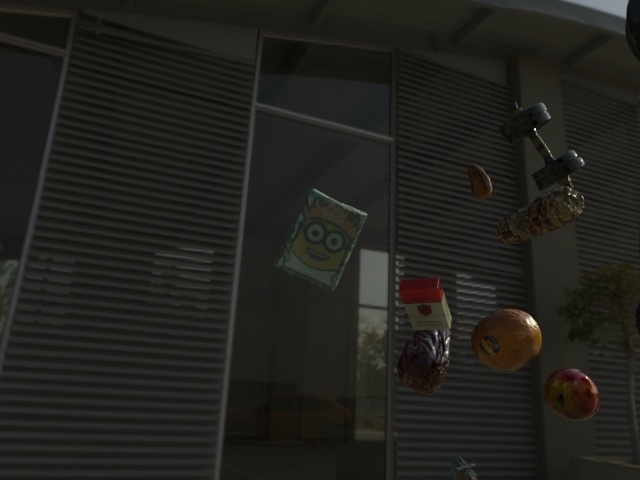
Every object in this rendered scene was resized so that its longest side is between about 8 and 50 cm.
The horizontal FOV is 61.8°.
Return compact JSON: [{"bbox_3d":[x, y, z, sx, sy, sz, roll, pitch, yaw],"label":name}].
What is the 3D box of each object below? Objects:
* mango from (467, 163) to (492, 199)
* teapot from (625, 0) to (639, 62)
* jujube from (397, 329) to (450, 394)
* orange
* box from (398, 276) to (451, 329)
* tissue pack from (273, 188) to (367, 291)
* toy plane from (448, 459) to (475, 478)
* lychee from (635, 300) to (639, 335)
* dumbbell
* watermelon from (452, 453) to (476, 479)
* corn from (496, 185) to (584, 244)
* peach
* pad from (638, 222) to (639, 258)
[{"bbox_3d":[0.677,-0.251,2.268,0.084,0.159,0.105,-14,-5,25],"label":"mango"},{"bbox_3d":[0.926,-0.581,1.196,0.306,0.376,0.362,35,-14,1],"label":"teapot"},{"bbox_3d":[0.448,0.480,2.255,0.216,0.342,0.216,20,-42,19],"label":"jujube"},{"bbox_3d":[0.604,0.324,1.740,0.219,0.193,0.219,-35,-21,-15],"label":"orange"},{"bbox_3d":[0.269,0.163,1.367,0.100,0.048,0.152,-8,-55,23],"label":"box"},{"bbox_3d":[0.000,0.000,1.909,0.228,0.310,0.128,25,-3,-10],"label":"tissue pack"},{"bbox_3d":[0.439,0.704,1.656,0.085,0.024,0.078,1,20,-16],"label":"toy plane"},{"bbox_3d":[1.284,0.280,1.875,0.306,0.305,0.330,9,-7,-18],"label":"lychee"},{"bbox_3d":[0.816,-0.346,1.981,0.185,0.388,0.185,-30,-6,-4],"label":"dumbbell"},{"bbox_3d":[0.468,0.788,1.745,0.081,0.094,0.180,4,-59,9],"label":"watermelon"},{"bbox_3d":[0.560,-0.057,1.405,0.098,0.098,0.290,8,-18,-17],"label":"corn"},{"bbox_3d":[0.912,0.553,1.937,0.192,0.190,0.190,-6,-6,-45],"label":"peach"},{"bbox_3d":[1.017,-0.092,1.517,0.269,0.269,0.012,-12,15,-13],"label":"pad"}]
